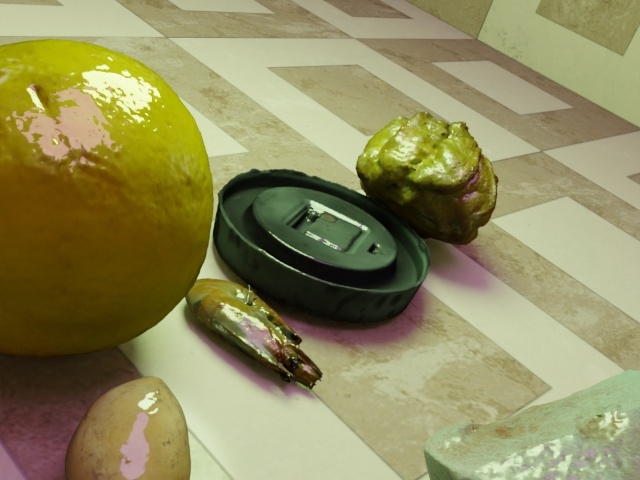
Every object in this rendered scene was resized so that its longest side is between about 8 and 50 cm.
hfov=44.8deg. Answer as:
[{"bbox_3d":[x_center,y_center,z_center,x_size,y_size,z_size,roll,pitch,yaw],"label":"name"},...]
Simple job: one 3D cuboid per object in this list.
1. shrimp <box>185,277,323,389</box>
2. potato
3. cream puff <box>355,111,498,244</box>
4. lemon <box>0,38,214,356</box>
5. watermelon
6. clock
[{"bbox_3d":[-0.076,0.104,0.953,0.217,0.051,0.115,34,30,27],"label":"shrimp"},{"bbox_3d":[-0.171,0.193,0.695,0.112,0.112,0.147,11,38,-16],"label":"potato"},{"bbox_3d":[0.175,-0.099,1.264,0.244,0.244,0.196,23,57,5],"label":"cream puff"},{"bbox_3d":[-0.277,-0.041,0.797,0.347,0.348,0.348,15,30,-9],"label":"lemon"},{"bbox_3d":[0.212,0.258,0.725,0.258,0.229,0.387,19,37,16],"label":"watermelon"},{"bbox_3d":[0.000,0.000,1.136,0.324,0.067,0.325,17,27,-9],"label":"clock"}]
